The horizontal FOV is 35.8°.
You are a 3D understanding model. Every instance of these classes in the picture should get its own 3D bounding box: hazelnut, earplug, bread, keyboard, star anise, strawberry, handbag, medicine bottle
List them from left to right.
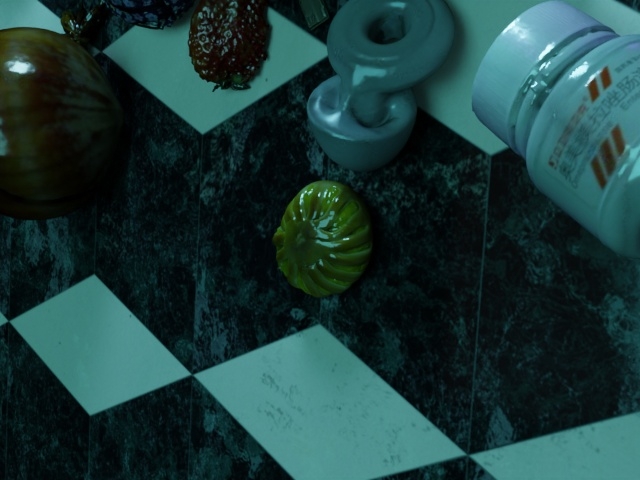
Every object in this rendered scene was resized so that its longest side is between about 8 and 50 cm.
[{"bbox_3d":[-0.609,-0.245,2.097,0.359,0.359,0.410,-2,107,39],"label":"hazelnut"},{"bbox_3d":[-0.555,-0.459,2.218,0.157,0.053,0.213,31,114,32],"label":"star anise"},{"bbox_3d":[-0.371,-0.523,1.976,0.228,0.127,0.208,19,144,29],"label":"handbag"},{"bbox_3d":[-0.190,-0.407,1.890,0.175,0.106,0.236,-2,92,39],"label":"strawberry"},{"bbox_3d":[-0.022,-0.452,1.810,0.049,0.015,0.129,-28,75,32],"label":"keyboard"},{"bbox_3d":[0.000,0.000,1.768,0.213,0.104,0.214,4,96,36],"label":"bread"},{"bbox_3d":[0.097,-0.272,1.639,0.214,0.175,0.326,28,101,29],"label":"earplug"},{"bbox_3d":[0.387,-0.160,1.342,0.325,0.256,0.256,48,121,34],"label":"medicine bottle"}]
